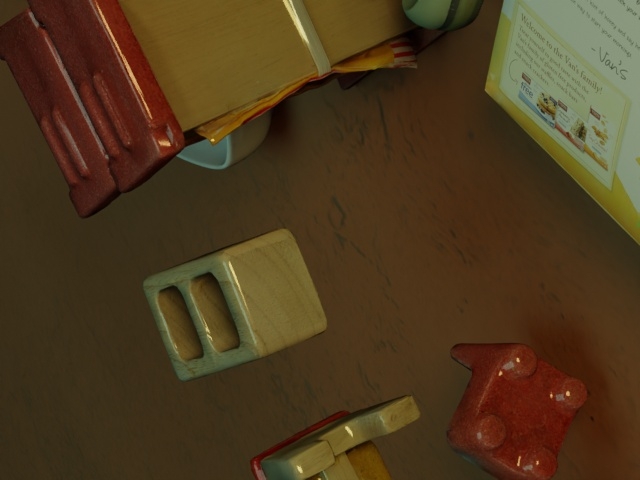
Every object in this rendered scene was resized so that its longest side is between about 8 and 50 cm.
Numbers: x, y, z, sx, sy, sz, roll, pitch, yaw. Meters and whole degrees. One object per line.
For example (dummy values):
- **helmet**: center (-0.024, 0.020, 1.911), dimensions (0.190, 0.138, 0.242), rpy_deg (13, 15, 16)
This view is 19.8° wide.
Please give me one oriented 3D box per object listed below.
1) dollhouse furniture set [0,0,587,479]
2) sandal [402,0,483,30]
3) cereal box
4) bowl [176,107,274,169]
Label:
- **dollhouse furniture set**: center (0.000, 0.000, 0.988), dimensions (0.152, 0.201, 0.374), rpy_deg (-21, 94, 64)
- **sandal**: center (0.055, -0.210, 0.798), dimensions (0.303, 0.086, 0.120), rpy_deg (102, -179, -49)
- **cereal box**: center (0.153, -0.112, 0.774), dimensions (0.173, 0.047, 0.240), rpy_deg (51, 147, 34)
- **bowl**: center (-0.080, -0.124, 1.207), dimensions (0.142, 0.053, 0.142), rpy_deg (24, 128, 56)
